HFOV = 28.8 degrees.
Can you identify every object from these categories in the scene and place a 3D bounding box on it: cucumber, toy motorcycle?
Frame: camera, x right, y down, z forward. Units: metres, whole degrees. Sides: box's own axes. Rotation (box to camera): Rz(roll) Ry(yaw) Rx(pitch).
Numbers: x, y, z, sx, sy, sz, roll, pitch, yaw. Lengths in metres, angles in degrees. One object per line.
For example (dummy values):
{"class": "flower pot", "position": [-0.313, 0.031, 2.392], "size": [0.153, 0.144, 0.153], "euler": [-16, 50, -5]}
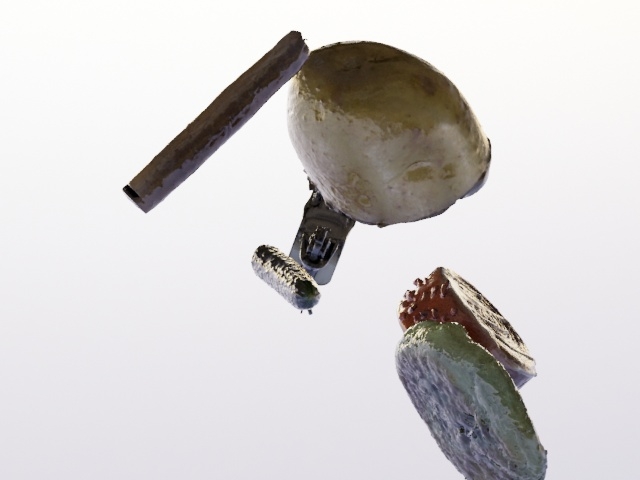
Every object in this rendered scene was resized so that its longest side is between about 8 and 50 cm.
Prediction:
{"class": "cucumber", "position": [-0.042, 0.055, 1.714], "size": [0.052, 0.058, 0.215], "euler": [-42, -157, -6]}
{"class": "toy motorcycle", "position": [0.000, 0.000, 2.065], "size": [0.091, 0.157, 0.263], "euler": [20, -150, 0]}

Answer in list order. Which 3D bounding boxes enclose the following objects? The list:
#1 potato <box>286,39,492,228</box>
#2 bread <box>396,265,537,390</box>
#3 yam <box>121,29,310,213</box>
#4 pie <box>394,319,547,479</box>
{"class": "potato", "position": [0.070, -0.161, 1.650], "size": [0.243, 0.242, 0.285], "euler": [-10, -150, -44]}
{"class": "bread", "position": [0.151, 0.101, 1.283], "size": [0.160, 0.073, 0.160], "euler": [45, -164, -16]}
{"class": "yam", "position": [-0.110, -0.130, 1.358], "size": [0.046, 0.264, 0.046], "euler": [47, 178, 2]}
{"class": "pie", "position": [0.132, 0.153, 1.109], "size": [0.041, 0.186, 0.187], "euler": [-32, -144, -22]}
